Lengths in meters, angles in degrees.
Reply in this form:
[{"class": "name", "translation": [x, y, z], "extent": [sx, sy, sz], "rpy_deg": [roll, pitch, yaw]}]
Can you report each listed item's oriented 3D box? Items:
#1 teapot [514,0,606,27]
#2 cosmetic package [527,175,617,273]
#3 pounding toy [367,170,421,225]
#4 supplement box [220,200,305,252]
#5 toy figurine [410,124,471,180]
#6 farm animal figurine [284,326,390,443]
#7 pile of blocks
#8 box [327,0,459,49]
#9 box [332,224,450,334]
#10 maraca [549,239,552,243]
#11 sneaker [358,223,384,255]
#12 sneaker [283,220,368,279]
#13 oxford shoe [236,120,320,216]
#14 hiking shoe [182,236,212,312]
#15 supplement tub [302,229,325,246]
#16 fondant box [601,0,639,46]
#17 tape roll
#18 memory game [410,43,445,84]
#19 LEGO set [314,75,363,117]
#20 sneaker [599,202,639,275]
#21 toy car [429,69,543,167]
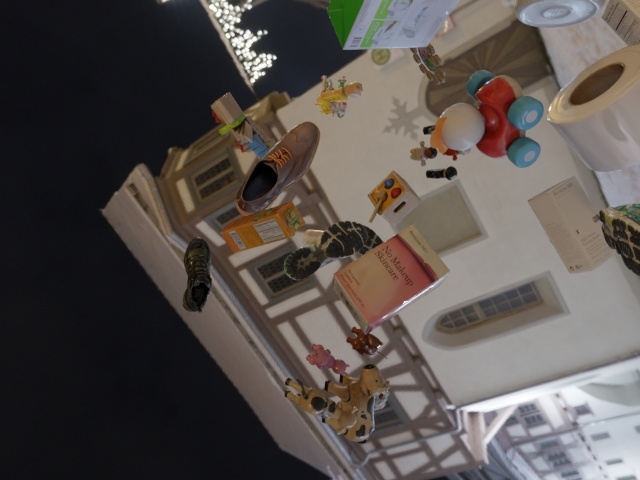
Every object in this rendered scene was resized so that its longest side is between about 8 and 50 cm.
[{"class": "teapot", "translation": [0.668, -0.724, 1.274], "extent": [0.253, 0.256, 0.187], "rpy_deg": [3, -84, -29]}, {"class": "cosmetic package", "translation": [0.671, -0.041, 1.226], "extent": [0.117, 0.085, 0.231], "rpy_deg": [-28, -92, -23]}, {"class": "pounding toy", "translation": [0.201, -0.116, 1.358], "extent": [0.100, 0.141, 0.130], "rpy_deg": [32, -158, -38]}, {"class": "supplement box", "translation": [-0.157, -0.033, 1.231], "extent": [0.080, 0.234, 0.078], "rpy_deg": [61, -139, -21]}, {"class": "toy figurine", "translation": [0.506, -0.375, 1.936], "extent": [0.209, 0.213, 0.148], "rpy_deg": [41, 166, -29]}, {"class": "farm animal figurine", "translation": [0.084, 0.403, 1.203], "extent": [0.330, 0.172, 0.326], "rpy_deg": [-33, -55, -39]}, {"class": "pile of blocks", "translation": [-0.284, -0.375, 1.692], "extent": [0.362, 0.113, 0.148], "rpy_deg": [41, -147, -43]}, {"class": "box", "translation": [0.171, -0.536, 0.958], "extent": [0.231, 0.262, 0.126], "rpy_deg": [-12, -108, -21]}, {"class": "box", "translation": [0.163, 0.095, 1.105], "extent": [0.148, 0.232, 0.127], "rpy_deg": [54, 168, 18]}, {"class": "maraca", "translation": [0.896, -0.016, 1.642], "extent": [0.099, 0.127, 0.185], "rpy_deg": [36, -167, -25]}, {"class": "sneaker", "translation": [0.214, 0.031, 1.861], "extent": [0.279, 0.107, 0.118], "rpy_deg": [37, -179, -12]}, {"class": "sneaker", "translation": [0.010, 0.025, 1.421], "extent": [0.110, 0.283, 0.122], "rpy_deg": [65, 169, 0]}, {"class": "oxford shoe", "translation": [-0.115, -0.224, 1.377], "extent": [0.130, 0.363, 0.133], "rpy_deg": [35, 167, 0]}, {"class": "hiking shoe", "translation": [-0.353, 0.101, 1.370], "extent": [0.086, 0.114, 0.226], "rpy_deg": [4, -95, -34]}, {"class": "supplement tub", "translation": [0.000, 0.000, 1.570], "extent": [0.071, 0.107, 0.070], "rpy_deg": [-11, -76, -51]}, {"class": "fondant box", "translation": [0.914, -0.529, 1.129], "extent": [0.330, 0.238, 0.096], "rpy_deg": [63, -176, 19]}, {"class": "tape roll", "translation": [0.693, -0.307, 1.083], "extent": [0.169, 0.246, 0.246], "rpy_deg": [41, -151, -17]}, {"class": "memory game", "translation": [0.336, -0.573, 1.460], "extent": [0.186, 0.012, 0.186], "rpy_deg": [54, -177, -4]}, {"class": "LEGO set", "translation": [0.054, -0.512, 1.567], "extent": [0.287, 0.132, 0.107], "rpy_deg": [169, 107, -80]}, {"class": "sneaker", "translation": [0.599, -0.018, 0.844], "extent": [0.107, 0.110, 0.275], "rpy_deg": [67, -157, -13]}, {"class": "toy car", "translation": [0.376, -0.273, 1.142], "extent": [0.219, 0.238, 0.210], "rpy_deg": [-115, 3, -47]}]
